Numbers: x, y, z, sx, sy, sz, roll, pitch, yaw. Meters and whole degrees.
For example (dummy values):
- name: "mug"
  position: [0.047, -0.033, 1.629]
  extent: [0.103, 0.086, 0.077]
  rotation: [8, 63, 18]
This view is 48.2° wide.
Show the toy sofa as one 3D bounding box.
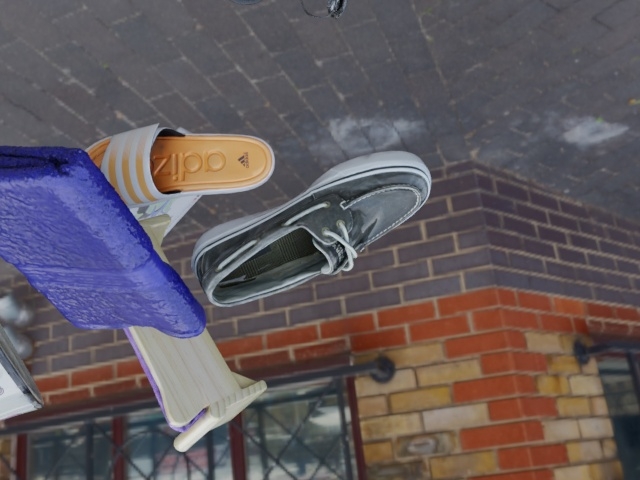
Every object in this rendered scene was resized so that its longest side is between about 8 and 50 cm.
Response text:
- name: "toy sofa"
  position: [-0.265, 0.149, 1.154]
  extent: [0.177, 0.363, 0.150]
  rotation: [-19, 161, -44]

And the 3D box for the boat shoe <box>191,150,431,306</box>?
- name: "boat shoe"
  position: [0.000, 0.000, 0.919]
  extent: [0.335, 0.119, 0.121]
  rotation: [-26, 128, 0]

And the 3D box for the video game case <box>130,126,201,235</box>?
- name: "video game case"
  position: [-0.330, -0.091, 1.499]
  extent: [0.300, 0.036, 0.329]
  rotation: [-47, 173, 5]

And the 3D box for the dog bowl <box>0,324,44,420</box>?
- name: "dog bowl"
  position: [-0.618, 0.136, 1.152]
  extent: [0.150, 0.408, 0.408]
  rotation: [-31, 169, -21]

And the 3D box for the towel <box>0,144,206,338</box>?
- name: "towel"
  position: [-0.287, 0.004, 0.865]
  extent: [0.227, 0.076, 0.308]
  rotation: [1, 141, 24]

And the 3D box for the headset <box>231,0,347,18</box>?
- name: "headset"
  position: [-0.118, -0.552, 1.358]
  extent: [0.394, 0.243, 0.185]
  rotation: [29, 114, -8]

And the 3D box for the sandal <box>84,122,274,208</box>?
- name: "sandal"
  position: [-0.193, -0.103, 0.900]
  extent: [0.265, 0.102, 0.076]
  rotation: [-7, 171, 2]
